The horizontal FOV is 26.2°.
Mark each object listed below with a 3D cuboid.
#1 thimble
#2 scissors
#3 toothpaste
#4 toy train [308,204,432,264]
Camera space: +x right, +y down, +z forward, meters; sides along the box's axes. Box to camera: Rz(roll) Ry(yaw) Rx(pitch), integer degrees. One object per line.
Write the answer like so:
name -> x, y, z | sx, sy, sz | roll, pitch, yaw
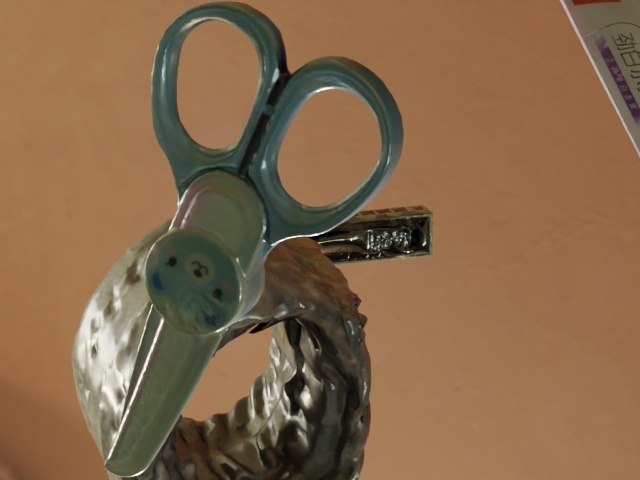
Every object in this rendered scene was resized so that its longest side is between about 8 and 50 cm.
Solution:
thimble -> -0.066, 0.106, 1.025 | 0.236, 0.205, 0.172 | -62, -149, 10
scissors -> -0.056, 0.014, 0.670 | 0.125, 0.030, 0.256 | 31, -65, 12
toothpaste -> 0.161, -0.108, 0.740 | 0.047, 0.040, 0.196 | -21, -58, 21
toy train -> 0.000, 0.000, 1.250 | 0.047, 0.208, 0.043 | -129, -144, -65
